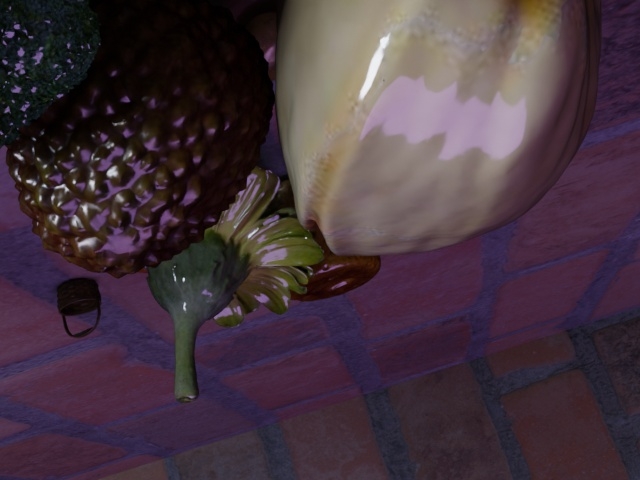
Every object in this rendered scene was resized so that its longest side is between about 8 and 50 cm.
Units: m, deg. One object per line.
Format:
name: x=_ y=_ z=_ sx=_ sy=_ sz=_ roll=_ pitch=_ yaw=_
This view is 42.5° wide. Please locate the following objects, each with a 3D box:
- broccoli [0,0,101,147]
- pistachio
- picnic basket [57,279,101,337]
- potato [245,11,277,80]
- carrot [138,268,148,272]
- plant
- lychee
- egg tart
broccoli: x=-0.275 y=-0.159 z=0.488 sx=0.294 sy=0.245 sz=0.265 roll=10 pitch=126 yaw=-44
pistachio: x=0.102 y=-0.148 z=0.728 sx=0.365 sy=0.281 sz=0.445 roll=-54 pitch=172 yaw=1
picnic basket: x=-0.370 y=0.108 z=1.275 sx=0.072 sy=0.083 sz=0.072 roll=-15 pitch=158 yaw=-6
potato: x=-0.051 y=-0.188 z=0.821 sx=0.068 sy=0.062 sz=0.083 roll=29 pitch=105 yaw=-26
carrot: x=-0.262 y=0.028 z=1.212 sx=0.224 sy=0.057 sz=0.057 roll=1 pitch=152 yaw=-32
plant: x=-0.163 y=0.046 z=1.047 sx=0.306 sy=0.297 sz=0.261 roll=17 pitch=170 yaw=-25
lychee: x=-0.159 y=-0.105 z=0.697 sx=0.236 sy=0.271 sz=0.236 roll=10 pitch=160 yaw=4
egg tart: x=0.000 y=0.000 z=1.206 sx=0.203 sy=0.147 sz=0.202 roll=-16 pitch=161 yaw=-6
